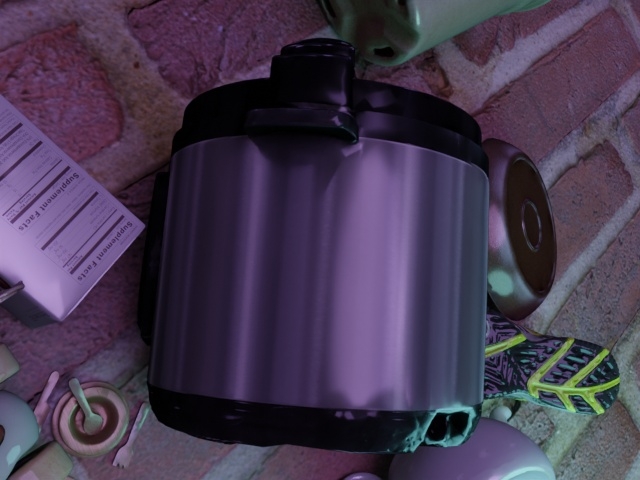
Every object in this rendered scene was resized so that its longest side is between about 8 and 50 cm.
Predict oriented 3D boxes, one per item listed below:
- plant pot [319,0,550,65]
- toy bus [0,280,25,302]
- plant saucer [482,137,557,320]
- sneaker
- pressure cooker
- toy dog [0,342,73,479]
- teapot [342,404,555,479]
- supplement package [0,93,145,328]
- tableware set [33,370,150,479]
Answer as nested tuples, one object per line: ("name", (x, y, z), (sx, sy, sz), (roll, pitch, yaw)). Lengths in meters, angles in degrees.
("plant pot", (0.165, -0.432, 0.935), (0.305, 0.334, 0.334), (-38, 103, -20))
("toy bus", (-0.390, 0.062, 0.549), (0.202, 0.191, 0.104), (-39, 103, -30))
("plant saucer", (0.332, -0.023, 1.046), (0.311, 0.050, 0.310), (15, 70, -50))
("sneaker", (0.265, 0.188, 0.990), (0.385, 0.147, 0.145), (21, 77, -8))
("pressure cooker", (0.006, 0.001, 0.713), (0.375, 0.370, 0.420), (9, 81, -34))
("toy dog", (-0.377, 0.236, 0.544), (0.220, 0.161, 0.333), (37, 65, -9))
("teapot", (0.183, 0.343, 0.885), (0.256, 0.187, 0.252), (35, 93, -41))
("supplement package", (-0.330, -0.038, 0.639), (0.244, 0.139, 0.134), (45, 58, -19))
("tableware set", (-0.273, 0.251, 0.692), (0.128, 0.039, 0.194), (28, 69, -26))
